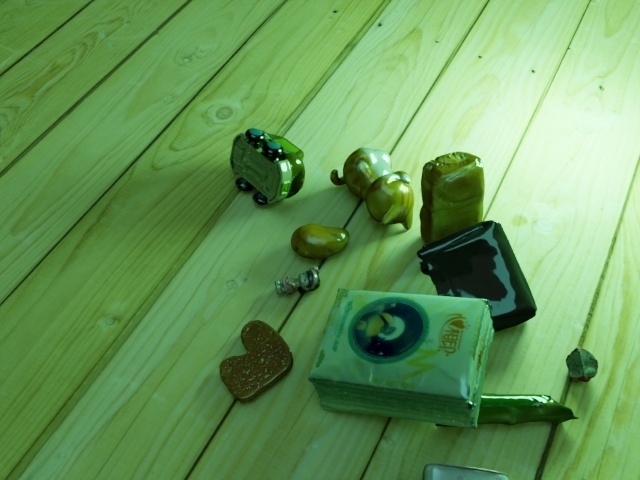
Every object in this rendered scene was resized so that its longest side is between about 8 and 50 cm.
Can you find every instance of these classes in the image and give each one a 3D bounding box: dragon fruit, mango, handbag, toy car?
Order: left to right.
[{"bbox_3d":[-0.138,-0.238,2.060,0.198,0.204,0.248,-20,49,-41],"label":"toy car"},{"bbox_3d":[-0.002,0.005,1.914,0.164,0.089,0.115,8,44,4],"label":"mango"},{"bbox_3d":[0.409,0.109,1.781,0.256,0.113,0.285,-18,74,-1],"label":"handbag"},{"bbox_3d":[0.653,0.313,1.673,0.060,0.056,0.083,7,57,-21],"label":"dragon fruit"}]

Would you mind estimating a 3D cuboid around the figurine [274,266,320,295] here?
[{"bbox_3d":[-0.062,0.116,1.854,0.129,0.054,0.072,-15,38,-1],"label":"figurine"}]

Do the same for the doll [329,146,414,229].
[{"bbox_3d":[0.173,-0.163,1.991,0.166,0.162,0.270,-2,39,-39],"label":"doll"}]

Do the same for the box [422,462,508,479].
[{"bbox_3d":[0.294,0.663,1.380,0.190,0.112,0.370,4,52,6],"label":"box"}]

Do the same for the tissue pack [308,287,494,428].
[{"bbox_3d":[0.196,0.271,1.602,0.387,0.162,0.287,2,49,25],"label":"tissue pack"}]

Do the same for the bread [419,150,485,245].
[{"bbox_3d":[0.366,-0.104,1.854,0.166,0.294,0.132,-15,49,-9],"label":"bread"}]

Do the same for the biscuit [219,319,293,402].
[{"bbox_3d":[-0.175,0.305,1.718,0.192,0.036,0.186,-34,56,-21],"label":"biscuit"}]

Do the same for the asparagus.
[{"bbox_3d":[0.440,0.402,1.596,0.342,0.082,0.085,-3,49,-2],"label":"asparagus"}]
